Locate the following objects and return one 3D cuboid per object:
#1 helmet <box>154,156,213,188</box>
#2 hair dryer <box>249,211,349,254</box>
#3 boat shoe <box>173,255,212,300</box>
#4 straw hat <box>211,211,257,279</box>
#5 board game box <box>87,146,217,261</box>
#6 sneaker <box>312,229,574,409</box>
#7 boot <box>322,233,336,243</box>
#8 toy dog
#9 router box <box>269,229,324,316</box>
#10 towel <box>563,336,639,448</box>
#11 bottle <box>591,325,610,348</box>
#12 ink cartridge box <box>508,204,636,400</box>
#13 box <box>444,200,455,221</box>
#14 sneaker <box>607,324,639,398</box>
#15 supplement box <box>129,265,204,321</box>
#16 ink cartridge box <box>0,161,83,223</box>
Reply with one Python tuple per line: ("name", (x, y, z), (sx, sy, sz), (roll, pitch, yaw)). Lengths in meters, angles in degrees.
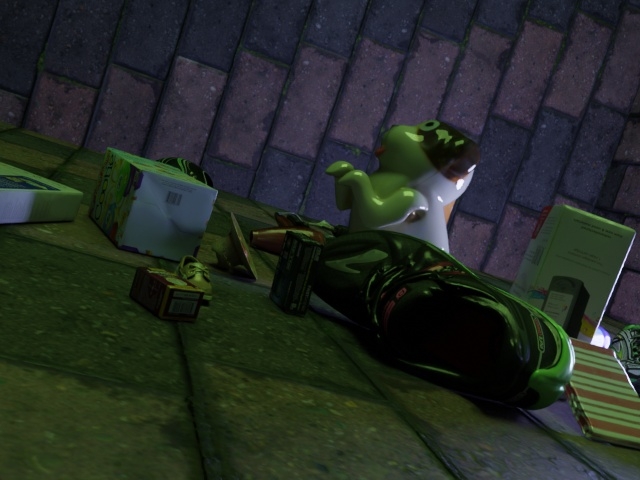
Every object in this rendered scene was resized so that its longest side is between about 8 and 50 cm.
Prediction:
("helmet", (-0.329, -0.110, 1.631), (0.170, 0.169, 0.161), (17, 22, -13))
("hair dryer", (-0.077, -0.011, 1.856), (0.224, 0.080, 0.294), (14, 12, 30))
("boat shoe", (-0.188, 0.054, 1.064), (0.050, 0.045, 0.135), (16, 6, -28))
("straw hat", (-0.169, 0.021, 1.342), (0.061, 0.144, 0.144), (-22, 9, -2))
("board game box", (-0.321, -0.070, 1.343), (0.144, 0.142, 0.275), (15, 7, -31))
("sneaker", (0.146, 0.091, 1.100), (0.483, 0.185, 0.202), (22, 2, 42))
("boot", (0.000, 0.000, 2.030), (0.161, 0.083, 0.247), (20, 10, 28))
("toy dog", (0.190, -0.057, 1.531), (0.396, 0.407, 0.284), (18, 6, -4))
("router box", (-0.041, 0.052, 1.179), (0.038, 0.122, 0.092), (12, 7, -24))
("towel", (0.418, 0.227, 1.083), (0.144, 0.029, 0.197), (16, 37, -21))
("bottle", (0.533, 0.211, 1.670), (0.283, 0.092, 0.118), (16, 7, -24))
("ink cartridge box", (0.416, 0.098, 1.279), (0.131, 0.306, 0.226), (19, 6, 7))
("box", (0.213, -0.042, 1.785), (0.168, 0.345, 0.215), (21, 6, 16))
("sneaker", (0.631, 0.239, 1.448), (0.134, 0.146, 0.343), (20, 6, 12))
("supplement box", (-0.195, 0.068, 0.915), (0.055, 0.043, 0.083), (11, 9, -47))
("ink cartridge box", (-0.544, -0.083, 1.139), (0.176, 0.069, 0.371), (20, 3, 7))
